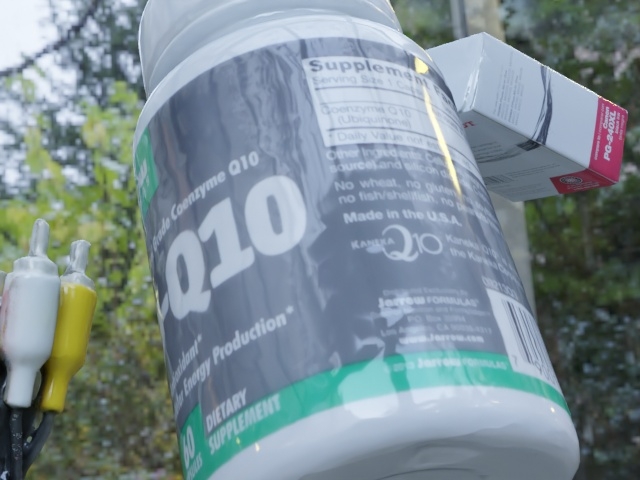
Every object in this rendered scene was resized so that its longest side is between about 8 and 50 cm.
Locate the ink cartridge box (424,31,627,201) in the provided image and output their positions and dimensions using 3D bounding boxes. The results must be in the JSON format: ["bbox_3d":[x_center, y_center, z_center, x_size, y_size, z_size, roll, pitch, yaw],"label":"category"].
[{"bbox_3d":[0.130,-0.086,0.874,0.150,0.063,0.109,22,-17,-32],"label":"ink cartridge box"}]

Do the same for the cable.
[{"bbox_3d":[-0.186,0.131,0.705,0.072,0.287,0.139,-18,-15,40],"label":"cable"}]

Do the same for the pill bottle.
[{"bbox_3d":[0.000,0.000,0.708,0.204,0.361,0.204,-10,-35,-7],"label":"pill bottle"}]
